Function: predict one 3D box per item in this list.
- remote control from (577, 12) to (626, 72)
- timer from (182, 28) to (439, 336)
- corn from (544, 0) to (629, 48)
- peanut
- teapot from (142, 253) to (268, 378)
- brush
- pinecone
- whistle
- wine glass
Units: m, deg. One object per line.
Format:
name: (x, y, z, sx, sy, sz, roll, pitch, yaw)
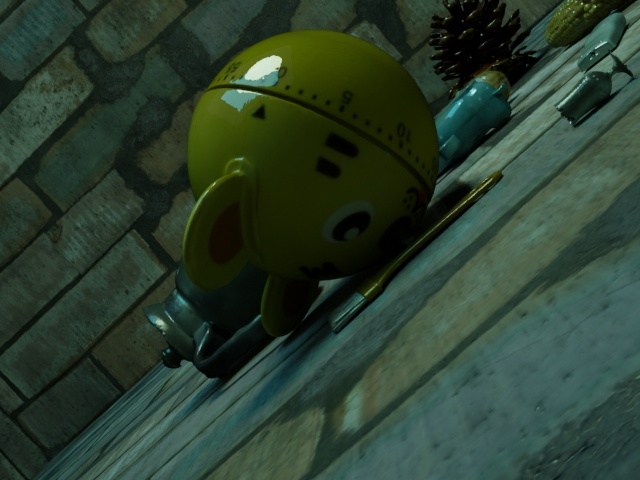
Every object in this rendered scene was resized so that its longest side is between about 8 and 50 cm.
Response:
remote control: (0.410, -0.293, 1.248, 0.061, 0.029, 0.162, -42, 3, 35)
timer: (-0.022, -0.072, 1.139, 0.387, 0.376, 0.376, -66, 10, -14)
corn: (0.507, -0.441, 1.572, 0.086, 0.086, 0.288, -44, 1, -23)
peanut: (0.294, -0.257, 1.682, 0.193, 0.089, 0.089, -40, 4, 23)
teapot: (-0.145, 0.120, 1.404, 0.285, 0.305, 0.223, -49, -39, 0)
brush: (0.111, 0.009, 1.004, 0.272, 0.013, 0.103, -41, 4, -1)
pinecone: (0.370, -0.462, 1.998, 0.264, 0.264, 0.264, -42, 3, 3)
whistle: (0.223, -0.179, 1.480, 0.274, 0.093, 0.186, -43, 2, 37)
wine glass: (0.288, -0.162, 0.908, 0.083, 0.042, 0.039, -43, -26, 18)
